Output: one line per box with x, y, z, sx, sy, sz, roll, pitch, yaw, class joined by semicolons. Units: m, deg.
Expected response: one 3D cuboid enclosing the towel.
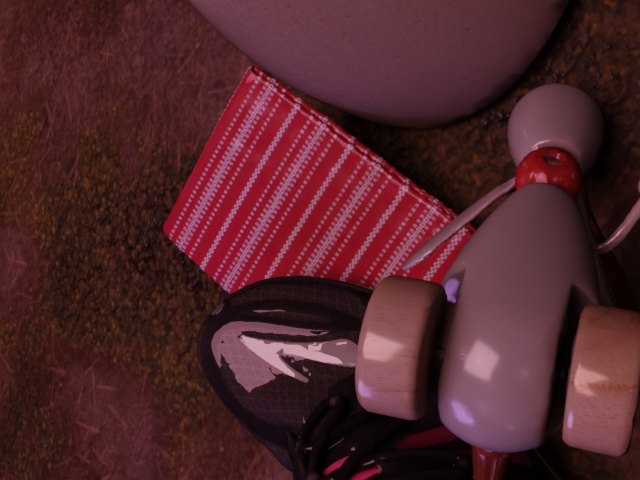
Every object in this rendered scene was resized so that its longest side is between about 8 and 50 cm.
0.000;0.000;0.853;0.275;0.031;0.199;39;115;14;towel

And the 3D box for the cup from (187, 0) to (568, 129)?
0.009;-0.262;0.771;0.331;0.237;0.331;1;92;48;cup

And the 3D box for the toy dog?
0.143;0.039;0.646;0.220;0.334;0.161;27;136;29;toy dog

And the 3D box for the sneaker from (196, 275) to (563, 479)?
0.066;0.181;0.695;0.483;0.202;0.185;40;102;31;sneaker
